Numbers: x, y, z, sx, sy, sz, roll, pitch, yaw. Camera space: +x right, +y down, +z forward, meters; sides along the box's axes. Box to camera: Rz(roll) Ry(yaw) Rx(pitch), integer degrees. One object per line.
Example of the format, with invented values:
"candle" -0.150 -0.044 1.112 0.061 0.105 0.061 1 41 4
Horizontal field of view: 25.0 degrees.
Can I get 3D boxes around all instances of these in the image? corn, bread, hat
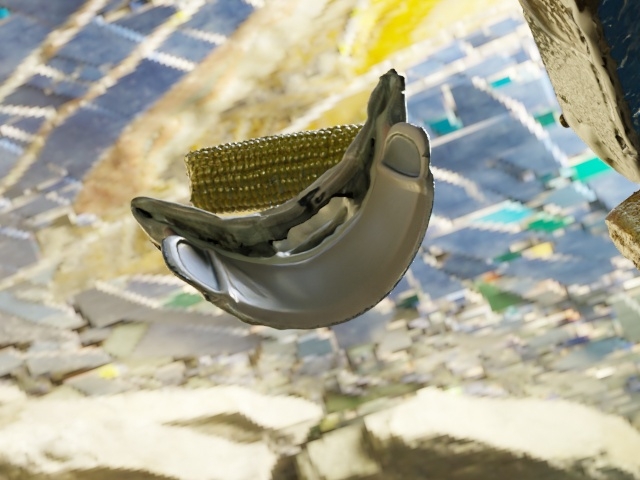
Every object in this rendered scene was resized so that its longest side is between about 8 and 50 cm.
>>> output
"corn" -0.026 -0.077 1.552 0.081 0.248 0.081 -7 90 -85
"bread" 0.457 -0.001 1.890 0.083 0.114 0.211 50 5 -26
"hat" 0.000 0.000 1.007 0.226 0.219 0.164 60 -5 41

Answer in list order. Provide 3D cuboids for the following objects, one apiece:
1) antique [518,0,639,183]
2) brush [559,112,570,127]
"antique" 0.210 -0.173 1.027 0.125 0.150 0.284 48 3 37
"brush" 0.302 -0.162 1.593 0.043 0.014 0.170 55 45 -5
